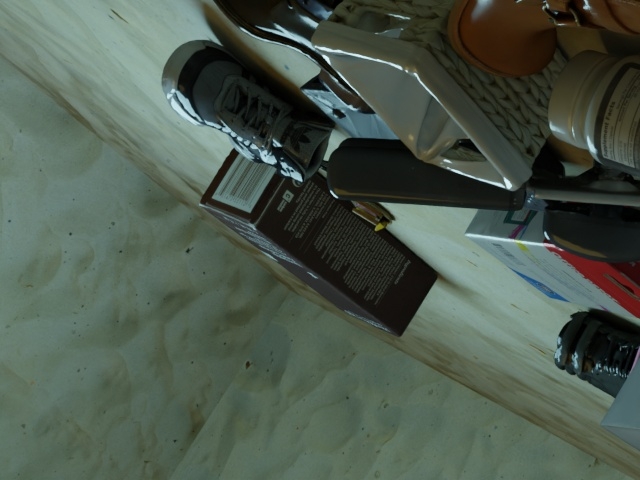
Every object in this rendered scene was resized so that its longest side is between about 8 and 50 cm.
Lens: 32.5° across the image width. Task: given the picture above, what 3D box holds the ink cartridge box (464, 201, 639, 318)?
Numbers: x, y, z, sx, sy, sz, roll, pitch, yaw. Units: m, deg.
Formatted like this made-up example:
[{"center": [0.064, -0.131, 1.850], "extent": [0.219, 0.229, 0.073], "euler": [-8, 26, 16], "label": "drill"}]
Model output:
[{"center": [0.258, 0.006, 1.076], "extent": [0.134, 0.078, 0.231], "euler": [35, 172, -20], "label": "ink cartridge box"}]

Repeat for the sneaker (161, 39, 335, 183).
[{"center": [-0.073, -0.153, 1.349], "extent": [0.153, 0.101, 0.268], "euler": [27, 176, 31], "label": "sneaker"}]

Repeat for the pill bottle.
[{"center": [0.223, -0.076, 0.714], "extent": [0.137, 0.078, 0.078], "euler": [27, 170, 39], "label": "pill bottle"}]

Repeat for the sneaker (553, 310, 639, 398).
[{"center": [0.377, 0.153, 1.406], "extent": [0.147, 0.104, 0.296], "euler": [26, 176, 8], "label": "sneaker"}]

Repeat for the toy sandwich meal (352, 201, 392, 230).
[{"center": [0.074, -0.040, 1.693], "extent": [0.086, 0.029, 0.085], "euler": [32, 172, 5], "label": "toy sandwich meal"}]

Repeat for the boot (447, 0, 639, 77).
[{"center": [0.147, -0.142, 0.650], "extent": [0.152, 0.073, 0.197], "euler": [22, 170, 35], "label": "boot"}]

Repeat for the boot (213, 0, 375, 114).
[{"center": [-0.009, -0.209, 0.926], "extent": [0.219, 0.082, 0.106], "euler": [37, 150, 3], "label": "boot"}]

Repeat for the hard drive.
[{"center": [0.109, -0.106, 1.063], "extent": [0.172, 0.054, 0.255], "euler": [39, 169, -36], "label": "hard drive"}]

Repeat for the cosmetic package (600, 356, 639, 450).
[{"center": [0.344, 0.087, 0.707], "extent": [0.224, 0.224, 0.138], "euler": [32, 172, 6], "label": "cosmetic package"}]

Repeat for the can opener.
[{"center": [0.148, -0.030, 0.917], "extent": [0.284, 0.095, 0.076], "euler": [4, -162, 11], "label": "can opener"}]

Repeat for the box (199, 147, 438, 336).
[{"center": [0.000, 0.000, 1.849], "extent": [0.381, 0.143, 0.191], "euler": [36, 171, -35], "label": "box"}]

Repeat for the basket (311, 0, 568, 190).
[{"center": [0.096, -0.129, 0.802], "extent": [0.113, 0.103, 0.167], "euler": [25, 168, 46], "label": "basket"}]
